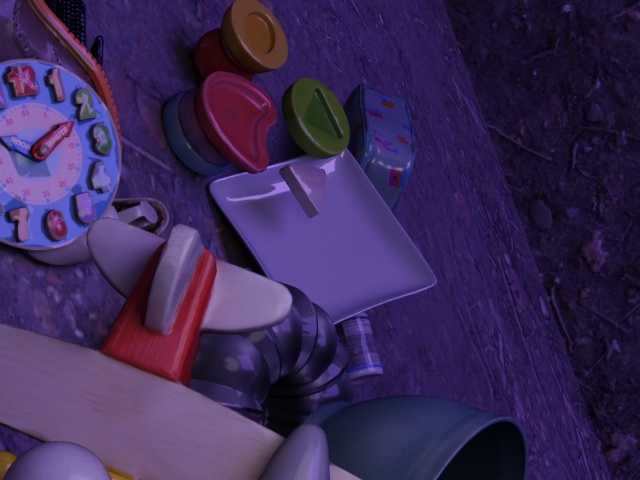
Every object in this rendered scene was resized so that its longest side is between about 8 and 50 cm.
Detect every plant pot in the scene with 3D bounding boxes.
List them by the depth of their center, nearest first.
[{"bbox_3d":[0.064,0.287,1.342,0.293,0.196,0.293,-35,136,-43],"label":"plant pot"}]

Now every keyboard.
[{"bbox_3d":[-0.308,-0.250,1.607,0.100,0.038,0.192,41,34,-50],"label":"keyboard"}]

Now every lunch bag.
[{"bbox_3d":[0.067,-0.119,2.128,0.108,0.224,0.279,21,31,-13],"label":"lunch bag"}]

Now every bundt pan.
[{"bbox_3d":[-0.072,0.195,1.430,0.331,0.124,0.331,-8,100,-55],"label":"bundt pan"}]

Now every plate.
[{"bbox_3d":[0.000,0.000,1.879,0.277,0.045,0.278,-19,67,-37],"label":"plate"}]

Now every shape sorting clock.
[{"bbox_3d":[-0.303,-0.092,1.339,0.206,0.040,0.206,7,78,-36],"label":"shape sorting clock"}]

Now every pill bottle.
[{"bbox_3d":[0.047,0.159,2.005,0.078,0.078,0.137,23,49,-62],"label":"pill bottle"}]

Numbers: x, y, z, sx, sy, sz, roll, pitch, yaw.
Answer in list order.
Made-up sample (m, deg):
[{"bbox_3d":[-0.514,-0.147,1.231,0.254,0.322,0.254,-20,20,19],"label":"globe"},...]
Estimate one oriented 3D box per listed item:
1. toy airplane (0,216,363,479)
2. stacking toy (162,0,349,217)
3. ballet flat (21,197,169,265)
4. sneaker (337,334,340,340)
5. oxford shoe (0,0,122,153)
[{"bbox_3d":[-0.173,0.165,1.033,0.272,0.386,0.384,-33,100,-81],"label":"toy airplane"},{"bbox_3d":[-0.105,-0.176,1.893,0.279,0.130,0.309,45,39,-25],"label":"stacking toy"},{"bbox_3d":[-0.252,-0.021,1.451,0.248,0.086,0.086,-7,76,-68],"label":"ballet flat"},{"bbox_3d":[-0.035,0.179,1.809,0.221,0.083,0.087,-3,84,-62],"label":"sneaker"},{"bbox_3d":[-0.346,-0.201,1.403,0.133,0.130,0.363,-49,128,-31],"label":"oxford shoe"}]
